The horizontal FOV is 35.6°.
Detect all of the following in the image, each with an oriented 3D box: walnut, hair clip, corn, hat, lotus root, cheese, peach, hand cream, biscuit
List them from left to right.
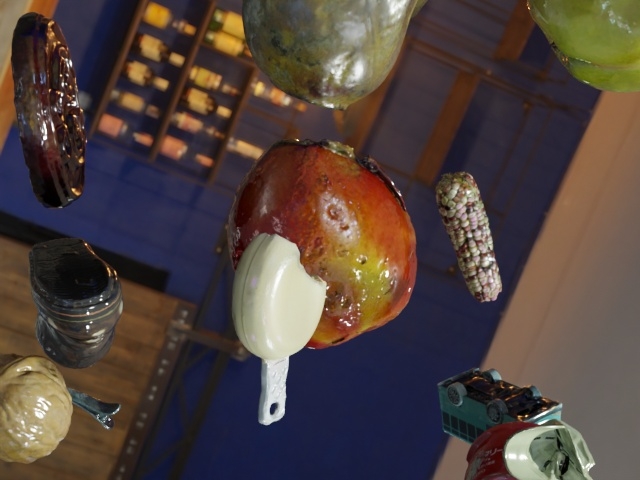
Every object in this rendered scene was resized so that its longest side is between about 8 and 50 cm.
[{"bbox_3d":[-0.541,0.294,1.767,0.213,0.213,0.213,-159,-90,-77],"label":"walnut"},{"bbox_3d":[-0.557,-0.269,2.080,0.407,0.091,0.408,175,-90,-85],"label":"biscuit"},{"bbox_3d":[-0.560,0.350,2.229,0.039,0.229,0.070,-69,-176,-56],"label":"hair clip"},{"bbox_3d":[-0.069,0.121,1.333,0.070,0.163,0.249,12,-97,33],"label":"cheese"},{"bbox_3d":[0.000,0.000,1.972,0.339,0.353,0.417,-21,-95,43],"label":"peach"},{"bbox_3d":[0.024,-0.352,1.316,0.250,0.250,0.346,-123,-133,-75],"label":"lotus root"},{"bbox_3d":[0.309,-0.009,2.067,0.092,0.092,0.281,-127,-163,-75],"label":"corn"},{"bbox_3d":[0.376,0.466,1.856,0.230,0.230,0.149,-60,-176,35],"label":"hand cream"},{"bbox_3d":[0.358,0.342,1.583,0.081,0.166,0.122,28,-70,63],"label":"hat"},{"bbox_3d":[0.493,-0.377,1.555,0.315,0.281,0.314,-33,-126,-2],"label":"peach"}]

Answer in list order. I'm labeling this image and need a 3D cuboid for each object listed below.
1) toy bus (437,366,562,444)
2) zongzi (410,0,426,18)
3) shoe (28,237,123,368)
[{"bbox_3d":[0.371,0.367,2.064,0.256,0.128,0.147,18,-60,54],"label":"toy bus"},{"bbox_3d":[0.138,-0.505,1.658,0.289,0.154,0.318,-49,-161,55],"label":"zongzi"},{"bbox_3d":[-0.493,0.150,2.016,0.384,0.171,0.237,-149,-130,-60],"label":"shoe"}]
